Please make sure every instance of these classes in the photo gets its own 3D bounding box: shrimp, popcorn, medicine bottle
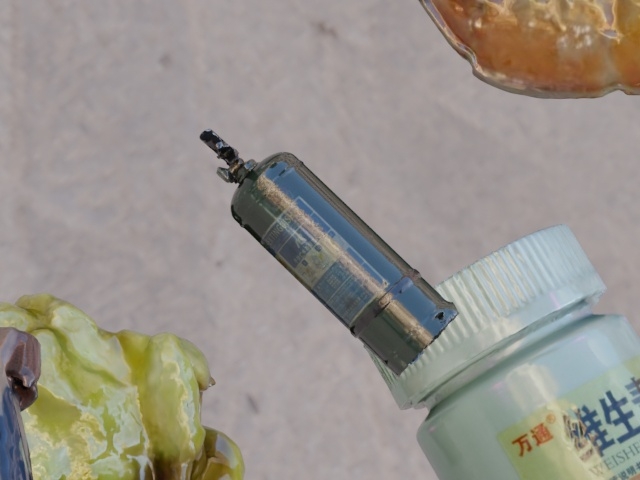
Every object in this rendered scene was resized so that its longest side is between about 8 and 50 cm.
[{"bbox_3d":[0.084,-0.165,1.024,0.062,0.316,0.164,7,96,-81],"label":"shrimp"},{"bbox_3d":[-0.176,0.154,1.264,0.256,0.255,0.195,60,9,-32],"label":"popcorn"},{"bbox_3d":[0.171,0.162,1.227,0.158,0.158,0.318,-12,70,-57],"label":"medicine bottle"}]

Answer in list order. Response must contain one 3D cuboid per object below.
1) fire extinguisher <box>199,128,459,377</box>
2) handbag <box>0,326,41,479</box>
[{"bbox_3d":[0.000,0.000,0.533,0.083,0.025,0.038,43,2,5],"label":"fire extinguisher"},{"bbox_3d":[-0.211,0.112,0.827,0.190,0.193,0.251,94,-13,-61],"label":"handbag"}]
